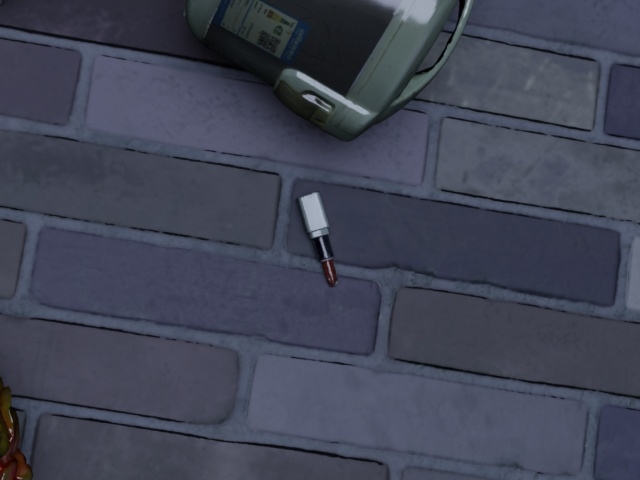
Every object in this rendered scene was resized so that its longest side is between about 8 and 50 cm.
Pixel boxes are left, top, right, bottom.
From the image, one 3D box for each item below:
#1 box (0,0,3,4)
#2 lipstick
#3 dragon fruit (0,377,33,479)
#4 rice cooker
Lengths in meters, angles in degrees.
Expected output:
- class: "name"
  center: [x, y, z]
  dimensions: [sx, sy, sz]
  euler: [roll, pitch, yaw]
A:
- class: "box"
  center: [-0.410, -0.406, 1.676]
  dimensions: [0.251, 0.106, 0.203]
  euler: [26, 79, -6]
- class: "lipstick"
  center: [0.000, 0.000, 1.725]
  dimensions: [0.025, 0.025, 0.107]
  euler: [-16, 90, -10]
- class: "dragon fruit"
  center: [-0.424, 0.195, 1.515]
  dimensions: [0.262, 0.314, 0.296]
  euler: [-16, 84, -30]
- class: "rice cooker"
  center: [0.022, -0.272, 1.643]
  dimensions: [0.277, 0.288, 0.288]
  euler: [32, 78, -3]
